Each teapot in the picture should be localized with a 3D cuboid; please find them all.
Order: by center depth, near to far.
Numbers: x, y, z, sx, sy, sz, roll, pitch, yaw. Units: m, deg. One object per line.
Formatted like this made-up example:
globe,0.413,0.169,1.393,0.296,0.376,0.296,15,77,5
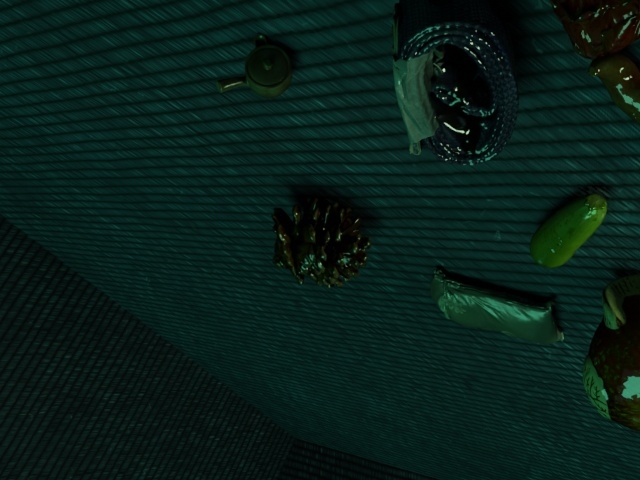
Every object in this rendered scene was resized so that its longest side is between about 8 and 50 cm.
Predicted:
teapot,-0.098,-0.241,1.153,0.080,0.110,0.085,93,156,-79

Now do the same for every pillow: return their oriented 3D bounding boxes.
pillow,0.327,0.134,1.528,0.255,0.059,0.169,15,151,27

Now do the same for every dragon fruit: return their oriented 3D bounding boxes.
dragon fruit,0.273,-0.239,0.796,0.106,0.083,0.162,34,158,-10

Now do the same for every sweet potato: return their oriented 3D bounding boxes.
sweet potato,0.377,-0.148,0.902,0.202,0.055,0.058,34,156,-18

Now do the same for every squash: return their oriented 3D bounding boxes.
squash,0.361,-0.015,1.177,0.066,0.066,0.201,25,156,3

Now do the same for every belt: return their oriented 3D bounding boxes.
belt,0.155,-0.202,0.939,0.140,0.126,0.230,-9,144,16

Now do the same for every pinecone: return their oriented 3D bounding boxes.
pinecone,-0.003,0.003,1.477,0.195,0.150,0.179,14,153,25

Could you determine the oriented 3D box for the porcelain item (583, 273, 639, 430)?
porcelain item,0.518,0.171,1.271,0.253,0.253,0.253,22,156,10
